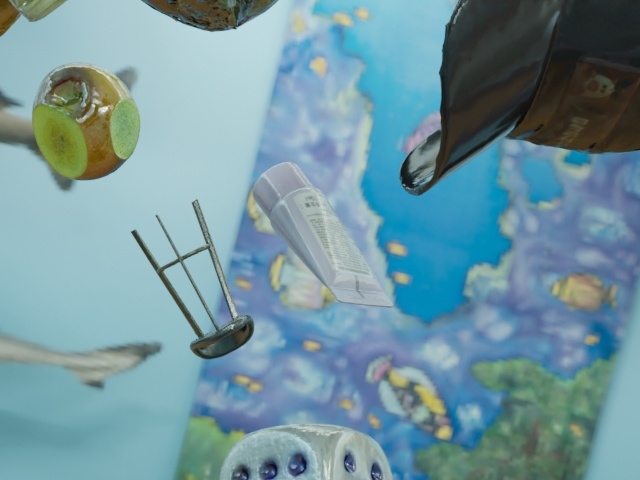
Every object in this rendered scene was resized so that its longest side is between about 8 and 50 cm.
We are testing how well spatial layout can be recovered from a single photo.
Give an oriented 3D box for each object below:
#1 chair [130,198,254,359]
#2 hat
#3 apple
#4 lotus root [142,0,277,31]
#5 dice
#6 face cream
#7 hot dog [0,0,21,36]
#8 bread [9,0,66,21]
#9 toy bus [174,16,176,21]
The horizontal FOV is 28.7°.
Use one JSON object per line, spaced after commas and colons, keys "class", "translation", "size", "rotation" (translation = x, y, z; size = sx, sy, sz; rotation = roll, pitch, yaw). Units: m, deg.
{"class": "chair", "translation": [-0.171, 0.061, 1.718], "size": [0.104, 0.222, 0.095], "rotation": [-27, 5, 1]}
{"class": "hat", "translation": [0.210, -0.122, 0.835], "size": [0.209, 0.336, 0.238], "rotation": [34, -28, 8]}
{"class": "apple", "translation": [-0.348, -0.178, 1.828], "size": [0.146, 0.163, 0.147], "rotation": [12, -33, 16]}
{"class": "lotus root", "translation": [-0.103, -0.343, 1.172], "size": [0.195, 0.397, 0.179], "rotation": [8, -38, -12]}
{"class": "dice", "translation": [-0.018, 0.366, 1.727], "size": [0.193, 0.194, 0.192], "rotation": [-15, -26, 32]}
{"class": "face cream", "translation": [0.000, 0.000, 1.948], "size": [0.154, 0.096, 0.274], "rotation": [14, 34, -55]}
{"class": "hot dog", "translation": [-0.439, -0.352, 1.532], "size": [0.194, 0.326, 0.107], "rotation": [4, 40, -11]}
{"class": "bread", "translation": [-0.258, -0.281, 0.964], "size": [0.192, 0.110, 0.210], "rotation": [52, -4, -39]}
{"class": "toy bus", "translation": [-0.131, -0.281, 1.294], "size": [0.058, 0.102, 0.052], "rotation": [39, -33, 0]}
